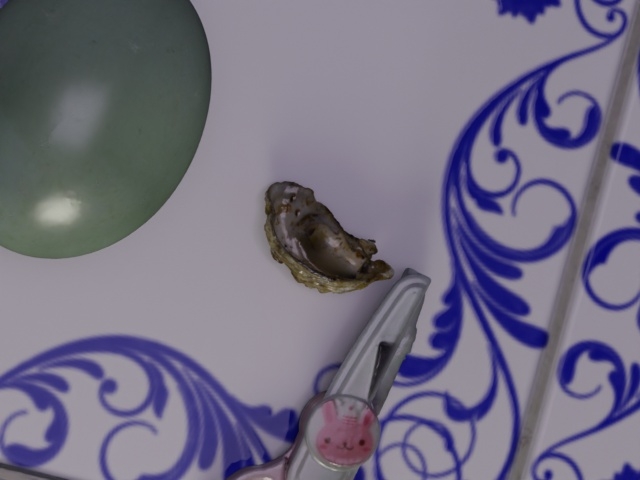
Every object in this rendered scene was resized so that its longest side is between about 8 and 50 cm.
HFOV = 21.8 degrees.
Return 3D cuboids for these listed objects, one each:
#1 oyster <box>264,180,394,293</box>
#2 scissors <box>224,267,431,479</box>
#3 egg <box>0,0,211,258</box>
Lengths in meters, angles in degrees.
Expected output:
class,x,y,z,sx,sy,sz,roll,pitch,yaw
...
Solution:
class,x,y,z,sx,sy,sz,roll,pitch,yaw
oyster,0.000,0.000,1.106,0.081,0.038,0.083,-9,67,-23
scissors,0.009,0.128,1.102,0.118,0.030,0.242,27,89,-12
egg,-0.145,-0.080,1.004,0.149,0.149,0.192,29,84,-12
